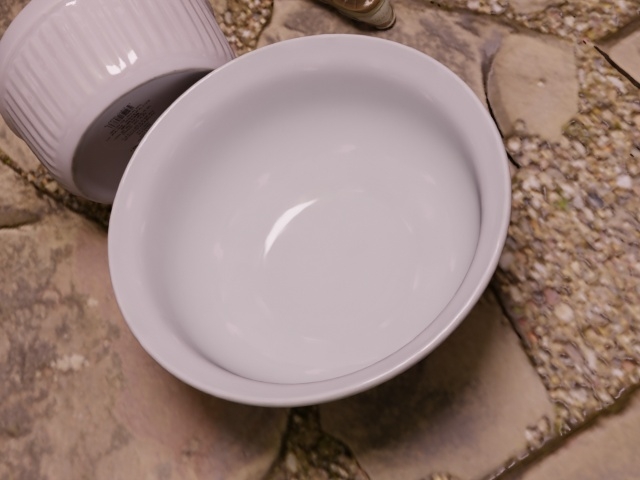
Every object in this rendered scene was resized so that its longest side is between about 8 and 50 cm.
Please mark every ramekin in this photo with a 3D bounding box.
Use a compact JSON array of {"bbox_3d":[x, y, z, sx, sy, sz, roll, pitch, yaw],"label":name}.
[{"bbox_3d":[-0.163,-0.124,0.737,0.207,0.207,0.109,-35,68,-1],"label":"ramekin"}]

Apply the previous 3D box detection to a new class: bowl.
[{"bbox_3d":[0.000,0.000,0.659,0.297,0.134,0.298,-7,62,14],"label":"bowl"}]

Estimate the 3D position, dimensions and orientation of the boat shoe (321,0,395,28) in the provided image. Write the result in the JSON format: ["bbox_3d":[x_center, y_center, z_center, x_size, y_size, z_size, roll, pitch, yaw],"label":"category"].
[{"bbox_3d":[0.015,-0.255,0.837,0.056,0.048,0.153,-51,54,4],"label":"boat shoe"}]
